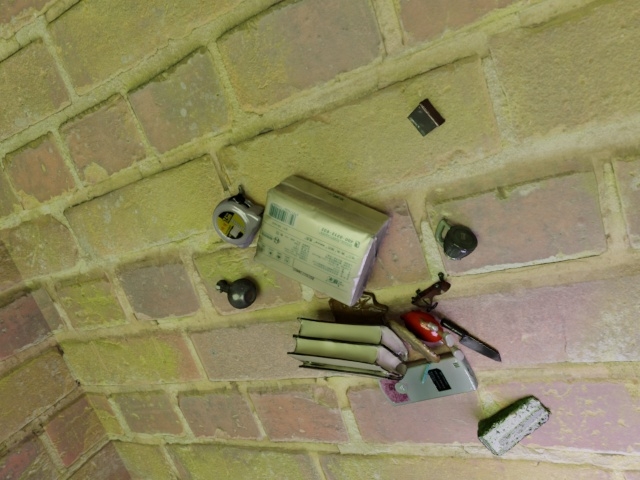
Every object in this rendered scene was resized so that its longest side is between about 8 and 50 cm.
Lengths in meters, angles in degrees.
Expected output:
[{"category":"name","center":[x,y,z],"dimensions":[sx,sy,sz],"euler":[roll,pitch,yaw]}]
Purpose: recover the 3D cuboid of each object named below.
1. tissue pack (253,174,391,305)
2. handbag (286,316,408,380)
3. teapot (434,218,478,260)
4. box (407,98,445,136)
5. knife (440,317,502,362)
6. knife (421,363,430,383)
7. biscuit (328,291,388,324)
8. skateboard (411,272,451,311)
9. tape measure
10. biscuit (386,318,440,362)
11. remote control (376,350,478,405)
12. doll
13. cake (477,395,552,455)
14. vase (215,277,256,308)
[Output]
[{"category":"tissue pack","center":[0.000,0.000,1.596],"dimensions":[0.381,0.207,0.296],"euler":[26,120,15]},{"category":"handbag","center":[0.095,0.386,1.713],"dimensions":[0.359,0.160,0.237],"euler":[0,154,31]},{"category":"teapot","center":[0.401,0.004,1.475],"dimensions":[0.092,0.124,0.090],"euler":[2,140,-17]},{"category":"box","center":[0.292,-0.340,1.379],"dimensions":[0.084,0.060,0.063],"euler":[50,133,-1]},{"category":"knife","center":[0.486,0.329,1.605],"dimensions":[0.231,0.028,0.060],"euler":[31,135,9]},{"category":"knife","center":[0.356,0.452,1.675],"dimensions":[0.014,0.005,0.091],"euler":[23,121,20]},{"category":"biscuit","center":[0.137,0.253,1.744],"dimensions":[0.216,0.034,0.182],"euler":[-12,107,32]},{"category":"skateboard","center":[0.357,0.175,1.585],"dimensions":[0.080,0.067,0.151],"euler":[42,131,-7]},{"category":"tape measure","center":[-0.293,-0.079,1.785],"dimensions":[0.178,0.105,0.196],"euler":[40,126,-2]},{"category":"biscuit","center":[0.300,0.329,1.611],"dimensions":[0.220,0.220,0.033],"euler":[39,81,7]},{"category":"remote control","center":[0.360,0.484,1.722],"dimensions":[0.344,0.050,0.145],"euler":[-24,99,34]},{"category":"doll","center":[0.353,0.289,1.592],"dimensions":[0.217,0.085,0.183],"euler":[27,163,46]},{"category":"cake","center":[0.636,0.596,1.640],"dimensions":[0.100,0.099,0.235],"euler":[46,104,4]},{"category":"vase","center":[-0.335,0.198,1.930],"dimensions":[0.183,0.120,0.120],"euler":[11,118,38]}]
